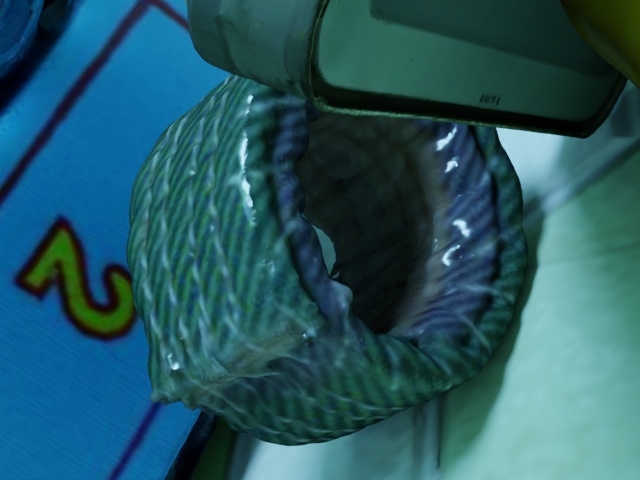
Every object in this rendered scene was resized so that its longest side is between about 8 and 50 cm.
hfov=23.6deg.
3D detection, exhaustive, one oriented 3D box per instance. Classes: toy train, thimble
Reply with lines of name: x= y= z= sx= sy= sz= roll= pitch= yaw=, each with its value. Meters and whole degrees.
toy train: x=-0.160 y=0.016 z=0.614 sx=0.188 sy=0.265 sz=0.300 roll=-32 pitch=26 yaw=56
thimble: x=0.002 y=-0.001 z=0.521 sx=0.090 sy=0.118 sz=0.135 roll=-35 pitch=43 yaw=46

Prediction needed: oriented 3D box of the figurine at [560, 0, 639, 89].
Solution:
figurine: x=0.161 y=-0.125 z=0.335 sx=0.257 sy=0.167 sz=0.192 roll=-52 pitch=35 yaw=7

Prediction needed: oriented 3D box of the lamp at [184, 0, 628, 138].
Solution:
lamp: x=0.081 y=-0.157 z=0.411 sx=0.269 sy=0.047 sz=0.266 roll=-4 pitch=-60 yaw=-66
